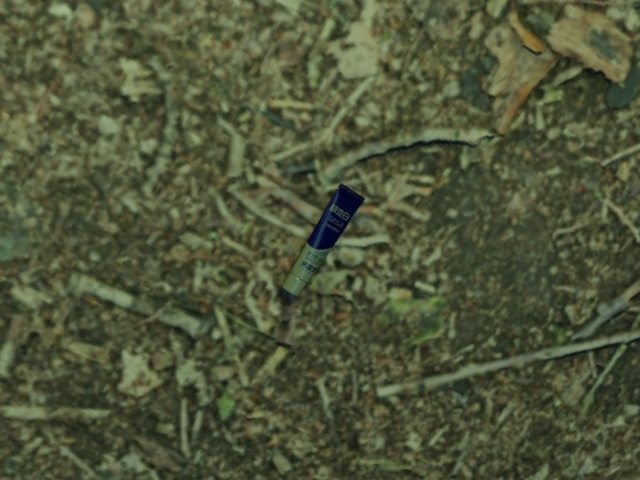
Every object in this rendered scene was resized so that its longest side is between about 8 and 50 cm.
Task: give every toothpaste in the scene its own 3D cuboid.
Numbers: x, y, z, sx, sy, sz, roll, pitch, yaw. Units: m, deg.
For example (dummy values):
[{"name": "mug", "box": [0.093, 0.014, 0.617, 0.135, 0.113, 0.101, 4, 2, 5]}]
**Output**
[{"name": "toothpaste", "box": [0.000, 0.000, 0.725, 0.024, 0.015, 0.083, 32, 92, -30]}]
